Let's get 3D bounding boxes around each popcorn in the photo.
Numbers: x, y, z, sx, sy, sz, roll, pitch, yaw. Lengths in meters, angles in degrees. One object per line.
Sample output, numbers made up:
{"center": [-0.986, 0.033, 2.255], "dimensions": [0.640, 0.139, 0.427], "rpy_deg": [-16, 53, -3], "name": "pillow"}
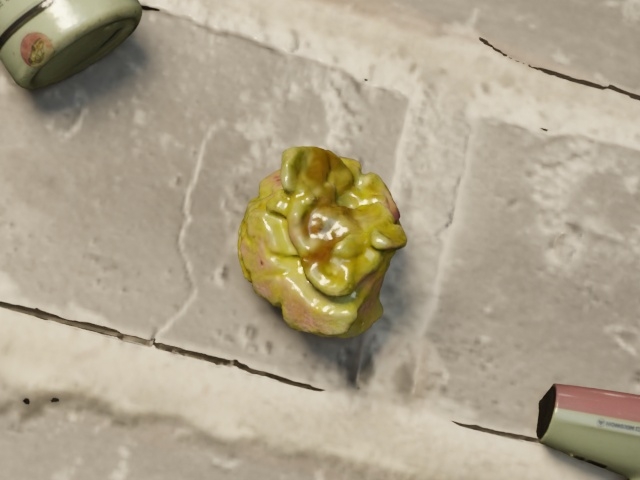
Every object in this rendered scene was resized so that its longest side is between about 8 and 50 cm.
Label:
{"center": [0.000, 0.002, 0.953], "dimensions": [0.097, 0.089, 0.109], "rpy_deg": [0, 82, -1], "name": "popcorn"}

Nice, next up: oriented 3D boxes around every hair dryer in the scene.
{"center": [0.175, 0.167, 0.979], "dimensions": [0.106, 0.054, 0.154], "rpy_deg": [11, 81, -6], "name": "hair dryer"}

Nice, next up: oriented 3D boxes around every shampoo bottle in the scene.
{"center": [-0.206, -0.216, 0.947], "dimensions": [0.085, 0.085, 0.262], "rpy_deg": [-32, 87, -16], "name": "shampoo bottle"}
